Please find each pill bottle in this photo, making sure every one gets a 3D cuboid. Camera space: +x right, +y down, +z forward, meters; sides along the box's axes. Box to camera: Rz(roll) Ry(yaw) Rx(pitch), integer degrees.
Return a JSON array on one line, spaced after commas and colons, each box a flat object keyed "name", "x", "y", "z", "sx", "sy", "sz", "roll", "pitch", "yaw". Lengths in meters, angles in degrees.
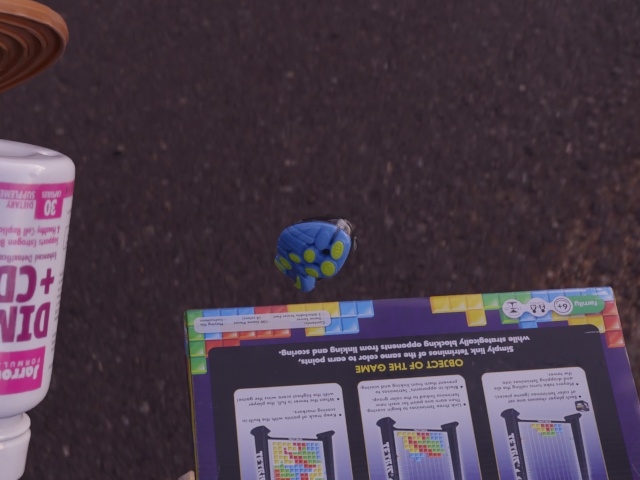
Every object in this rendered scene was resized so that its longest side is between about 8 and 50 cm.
[{"name": "pill bottle", "x": -0.304, "y": 0.058, "z": 1.216, "sx": 0.160, "sy": 0.160, "sz": 0.283, "roll": 9, "pitch": 99, "yaw": 4}]

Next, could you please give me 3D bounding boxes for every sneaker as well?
[{"name": "sneaker", "x": 0.000, "y": 0.000, "z": 1.428, "sx": 0.067, "sy": 0.188, "sz": 0.078, "roll": 42, "pitch": 77, "yaw": 1}]

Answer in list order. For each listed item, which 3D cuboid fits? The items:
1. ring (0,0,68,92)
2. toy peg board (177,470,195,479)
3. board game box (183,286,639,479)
[{"name": "ring", "x": -0.284, "y": -0.072, "z": 0.652, "sx": 0.336, "sy": 0.336, "sz": 0.032, "roll": -12, "pitch": 88, "yaw": -9}, {"name": "toy peg board", "x": -0.092, "y": 0.303, "z": 1.157, "sx": 0.079, "sy": 0.161, "sz": 0.161, "roll": -33, "pitch": 21, "yaw": 11}, {"name": "board game box", "x": 0.037, "y": 0.092, "z": 0.531, "sx": 0.170, "sy": 0.048, "sz": 0.141, "roll": -2, "pitch": 61, "yaw": -7}]
